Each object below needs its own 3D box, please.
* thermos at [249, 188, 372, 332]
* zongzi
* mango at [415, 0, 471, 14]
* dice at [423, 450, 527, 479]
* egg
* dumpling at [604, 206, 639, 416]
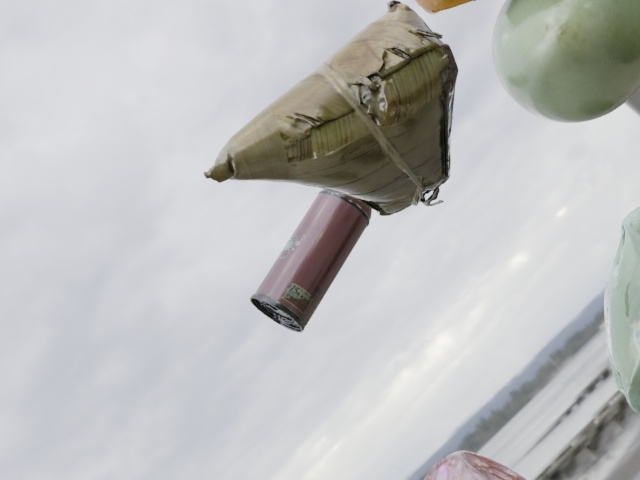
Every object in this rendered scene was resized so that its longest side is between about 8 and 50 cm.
[{"bbox_3d":[0.007,0.003,1.640,0.330,0.109,0.136,-58,-13,-18],"label":"thermos"},{"bbox_3d":[0.013,-0.063,0.694,0.197,0.099,0.194,-35,-28,-9],"label":"zongzi"},{"bbox_3d":[0.206,-0.388,1.172,0.126,0.154,0.252,-40,2,-32],"label":"mango"},{"bbox_3d":[0.152,0.263,0.869,0.093,0.094,0.091,-64,22,4],"label":"dice"},{"bbox_3d":[0.339,-0.269,1.232,0.218,0.218,0.295,-50,-12,20],"label":"egg"},{"bbox_3d":[0.586,0.111,1.562,0.270,0.212,0.321,-16,-57,-41],"label":"dumpling"}]
